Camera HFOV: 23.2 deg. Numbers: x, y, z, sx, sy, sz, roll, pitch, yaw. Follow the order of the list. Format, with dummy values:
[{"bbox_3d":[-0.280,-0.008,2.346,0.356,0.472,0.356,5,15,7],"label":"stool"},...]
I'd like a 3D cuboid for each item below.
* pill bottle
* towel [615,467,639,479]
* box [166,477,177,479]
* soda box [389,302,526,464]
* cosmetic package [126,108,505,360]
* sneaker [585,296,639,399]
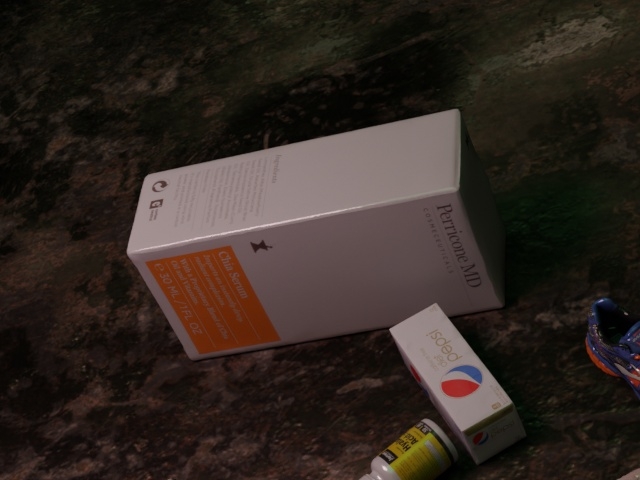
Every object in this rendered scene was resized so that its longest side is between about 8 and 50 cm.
[{"bbox_3d":[0.101,0.270,1.850,0.116,0.065,0.065,-38,41,-14],"label":"pill bottle"},{"bbox_3d":[0.403,0.353,1.615,0.317,0.053,0.332,-25,40,0],"label":"towel"},{"bbox_3d":[-0.230,0.484,1.617,0.395,0.097,0.318,-45,32,31],"label":"box"},{"bbox_3d":[0.167,0.174,1.920,0.074,0.069,0.216,-29,40,-5],"label":"soda box"},{"bbox_3d":[0.000,0.000,2.074,0.453,0.230,0.161,-12,42,17],"label":"cosmetic package"},{"bbox_3d":[0.386,0.140,1.829,0.083,0.087,0.221,-40,42,-16],"label":"sneaker"}]
